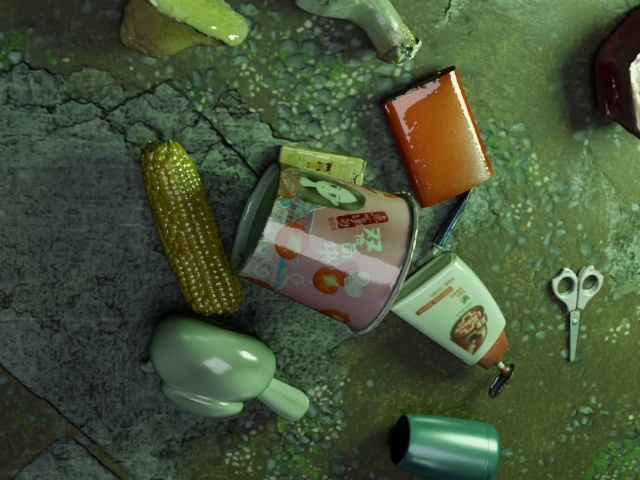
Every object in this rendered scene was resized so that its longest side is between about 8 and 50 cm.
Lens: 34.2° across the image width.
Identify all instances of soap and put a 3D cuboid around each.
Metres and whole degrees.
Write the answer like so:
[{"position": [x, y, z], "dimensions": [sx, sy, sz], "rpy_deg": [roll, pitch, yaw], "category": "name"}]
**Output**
[{"position": [0.615, -0.309, 1.750], "dimensions": [0.324, 0.127, 0.220], "rpy_deg": [-23, 109, -5], "category": "soap"}]

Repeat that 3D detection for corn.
[{"position": [-0.211, -0.019, 1.662], "dimensions": [0.102, 0.102, 0.313], "rpy_deg": [-20, 108, -6], "category": "corn"}]

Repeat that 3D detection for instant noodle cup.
[{"position": [0.000, 0.000, 1.642], "dimensions": [0.231, 0.243, 0.243], "rpy_deg": [21, 102, -17], "category": "instant noodle cup"}]

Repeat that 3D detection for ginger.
[{"position": [-0.209, -0.321, 1.573], "dimensions": [0.193, 0.115, 0.123], "rpy_deg": [21, 123, -26], "category": "ginger"}]

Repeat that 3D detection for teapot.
[{"position": [-0.134, 0.221, 1.699], "dimensions": [0.318, 0.220, 0.149], "rpy_deg": [19, 91, -18], "category": "teapot"}]

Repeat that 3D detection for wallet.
[{"position": [0.195, -0.171, 1.735], "dimensions": [0.142, 0.045, 0.204], "rpy_deg": [-27, 112, -6], "category": "wallet"}]

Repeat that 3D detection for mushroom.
[{"position": [0.063, -0.358, 1.626], "dimensions": [0.223, 0.081, 0.092], "rpy_deg": [31, 80, -23], "category": "mushroom"}]

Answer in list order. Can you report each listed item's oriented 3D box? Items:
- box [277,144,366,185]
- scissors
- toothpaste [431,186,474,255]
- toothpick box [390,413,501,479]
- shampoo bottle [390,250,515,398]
[{"position": [-0.002, -0.111, 1.720], "dimensions": [0.149, 0.020, 0.073], "rpy_deg": [9, 105, -16], "category": "box"}, {"position": [0.469, 0.136, 1.919], "dimensions": [0.100, 0.015, 0.189], "rpy_deg": [-5, 111, -10], "category": "scissors"}, {"position": [0.228, -0.035, 1.796], "dimensions": [0.021, 0.037, 0.140], "rpy_deg": [31, 103, 5], "category": "toothpaste"}, {"position": [0.221, 0.377, 1.881], "dimensions": [0.184, 0.120, 0.120], "rpy_deg": [13, 104, -14], "category": "toothpick box"}, {"position": [0.258, 0.160, 1.843], "dimensions": [0.153, 0.071, 0.284], "rpy_deg": [-41, 110, 3], "category": "shampoo bottle"}]
